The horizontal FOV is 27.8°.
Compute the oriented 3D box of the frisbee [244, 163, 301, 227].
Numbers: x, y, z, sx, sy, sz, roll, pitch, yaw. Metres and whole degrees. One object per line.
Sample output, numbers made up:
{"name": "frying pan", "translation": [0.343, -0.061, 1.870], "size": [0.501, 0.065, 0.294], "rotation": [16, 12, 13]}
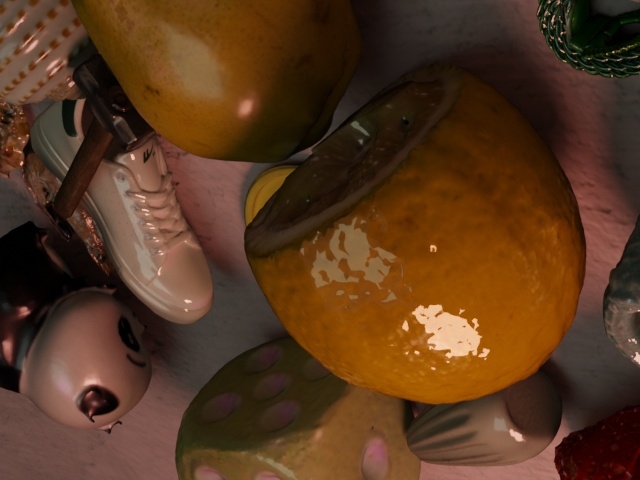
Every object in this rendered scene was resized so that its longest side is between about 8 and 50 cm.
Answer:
{"name": "frisbee", "translation": [0.000, 0.000, 1.703], "size": [0.236, 0.017, 0.236], "rotation": [20, 133, 23]}

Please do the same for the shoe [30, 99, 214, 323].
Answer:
{"name": "shoe", "translation": [-0.242, -0.062, 1.759], "size": [0.363, 0.132, 0.160], "rotation": [53, 139, 1]}

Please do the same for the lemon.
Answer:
{"name": "lemon", "translation": [0.120, 0.017, 1.393], "size": [0.364, 0.364, 0.364], "rotation": [21, 133, 24]}

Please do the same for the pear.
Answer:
{"name": "pear", "translation": [-0.123, -0.227, 1.408], "size": [0.336, 0.285, 0.285], "rotation": [12, 132, 7]}

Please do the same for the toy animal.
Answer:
{"name": "toy animal", "translation": [-0.402, 0.153, 1.975], "size": [0.310, 0.251, 0.251], "rotation": [43, 139, 11]}

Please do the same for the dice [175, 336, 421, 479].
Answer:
{"name": "dice", "translation": [-0.024, 0.296, 1.783], "size": [0.249, 0.254, 0.252], "rotation": [1, 125, 37]}

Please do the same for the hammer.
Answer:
{"name": "hammer", "translation": [-0.291, -0.104, 1.609], "size": [0.111, 0.043, 0.365], "rotation": [53, 151, 3]}

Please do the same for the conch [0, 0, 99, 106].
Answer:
{"name": "conch", "translation": [-0.351, -0.324, 1.554], "size": [0.215, 0.303, 0.319], "rotation": [-10, 103, -2]}

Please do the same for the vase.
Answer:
{"name": "vase", "translation": [0.200, 0.236, 1.667], "size": [0.128, 0.128, 0.248], "rotation": [48, 146, -5]}

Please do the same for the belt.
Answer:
{"name": "belt", "translation": [0.286, -0.219, 1.259], "size": [0.151, 0.079, 0.121], "rotation": [10, 128, 31]}

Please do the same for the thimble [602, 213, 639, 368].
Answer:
{"name": "thimble", "translation": [0.389, 0.058, 1.311], "size": [0.235, 0.143, 0.198], "rotation": [41, 156, -24]}

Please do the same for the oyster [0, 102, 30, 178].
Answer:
{"name": "oyster", "translation": [-0.520, -0.197, 1.896], "size": [0.223, 0.083, 0.214], "rotation": [37, 138, 8]}

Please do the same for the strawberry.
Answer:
{"name": "strawberry", "translation": [0.394, 0.311, 1.496], "size": [0.261, 0.261, 0.257], "rotation": [50, 131, -7]}

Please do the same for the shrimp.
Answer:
{"name": "shrimp", "translation": [-0.378, -0.039, 1.943], "size": [0.126, 0.047, 0.223], "rotation": [-12, 112, 48]}
